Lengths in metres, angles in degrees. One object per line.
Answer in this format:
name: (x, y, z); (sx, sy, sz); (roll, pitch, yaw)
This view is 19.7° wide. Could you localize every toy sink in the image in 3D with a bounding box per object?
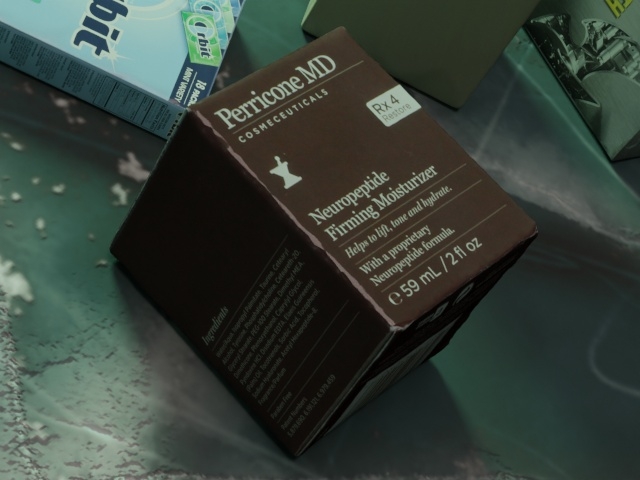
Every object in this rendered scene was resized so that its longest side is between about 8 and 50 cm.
toy sink: (0.109, -0.248, 1.468); (0.153, 0.234, 0.131); (26, 48, -7)

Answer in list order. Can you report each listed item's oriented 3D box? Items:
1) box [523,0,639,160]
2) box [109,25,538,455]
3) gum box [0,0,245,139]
box: (0.275, -0.207, 1.528); (0.056, 0.231, 0.183); (-10, 61, -37)
box: (0.000, 0.000, 1.260); (0.203, 0.167, 0.168); (47, 48, 11)
gum box: (-0.160, -0.173, 1.395); (0.184, 0.041, 0.157); (26, 47, -10)
